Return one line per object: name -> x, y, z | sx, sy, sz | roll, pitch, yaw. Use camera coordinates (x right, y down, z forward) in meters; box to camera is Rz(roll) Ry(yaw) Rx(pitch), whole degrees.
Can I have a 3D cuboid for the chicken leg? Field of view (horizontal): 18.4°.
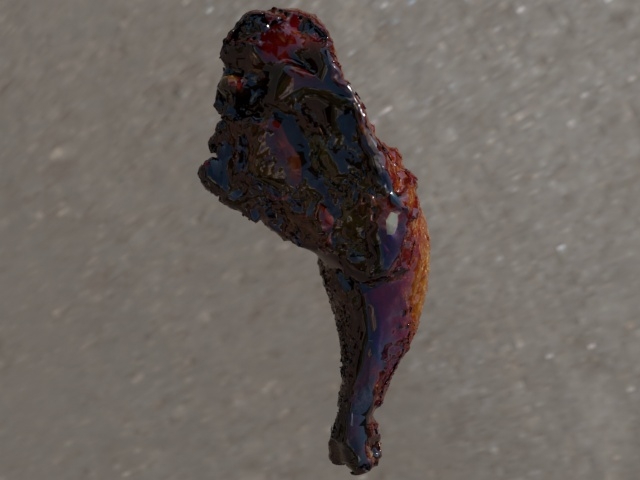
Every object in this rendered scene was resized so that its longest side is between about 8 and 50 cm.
chicken leg -> 0.005, -0.004, 0.864 | 0.093, 0.053, 0.205 | -25, 83, 15
